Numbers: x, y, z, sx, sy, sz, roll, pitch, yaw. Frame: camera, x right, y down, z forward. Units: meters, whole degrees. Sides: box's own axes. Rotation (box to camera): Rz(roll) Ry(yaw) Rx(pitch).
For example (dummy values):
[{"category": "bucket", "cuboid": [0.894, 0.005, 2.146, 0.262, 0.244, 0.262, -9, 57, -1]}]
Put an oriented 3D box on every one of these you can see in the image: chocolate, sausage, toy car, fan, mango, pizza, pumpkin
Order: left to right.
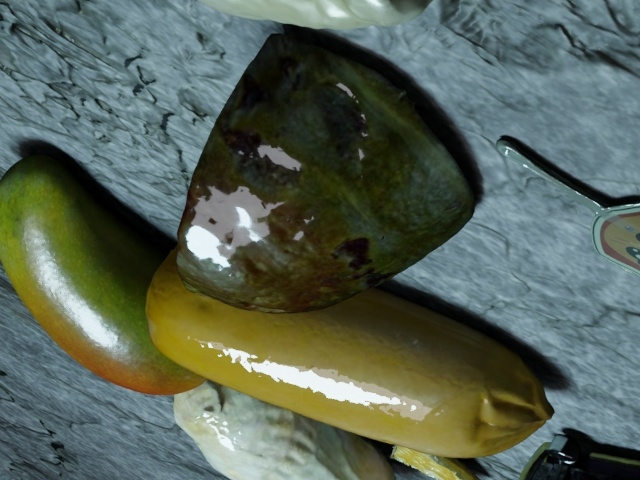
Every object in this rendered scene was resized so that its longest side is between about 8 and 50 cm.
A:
[{"category": "mango", "cuboid": [-0.206, 0.042, 1.644, 0.289, 0.129, 0.146, 48, 156, -22]}, {"category": "chocolate", "cuboid": [-0.029, 0.213, 1.817, 0.134, 0.134, 0.309, 4, 151, 48]}, {"category": "pumpkin", "cuboid": [0.000, 0.000, 1.249, 0.169, 0.148, 0.312, 30, 164, 8]}, {"category": "sausage", "cuboid": [0.023, 0.097, 1.490, 0.354, 0.116, 0.134, 18, 122, 19]}, {"category": "pizza", "cuboid": [0.103, 0.217, 1.794, 0.123, 0.026, 0.108, 37, 161, -29]}, {"category": "fan", "cuboid": [0.207, -0.007, 1.153, 0.220, 0.009, 0.132, 31, 159, -8]}, {"category": "toy car", "cuboid": [0.291, 0.249, 1.519, 0.257, 0.101, 0.124, 6, 153, 44]}]

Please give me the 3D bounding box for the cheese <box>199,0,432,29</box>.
[{"category": "cheese", "cuboid": [-0.052, -0.211, 0.890, 0.159, 0.093, 0.263, 1, 145, 46]}]
